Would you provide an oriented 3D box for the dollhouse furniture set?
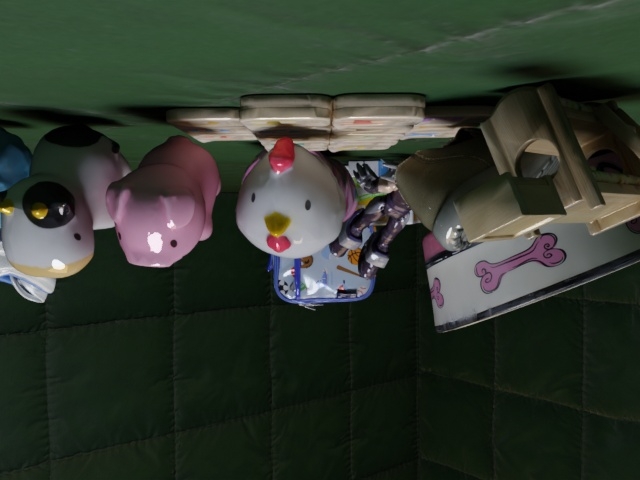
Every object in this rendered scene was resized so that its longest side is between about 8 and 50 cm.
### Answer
[{"bbox_3d":[0.190,-0.078,0.434,0.182,0.101,0.161,-2,159,-45],"label":"dollhouse furniture set"}]

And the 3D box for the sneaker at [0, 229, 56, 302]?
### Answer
[{"bbox_3d":[-0.472,-0.015,1.176,0.130,0.236,0.323,1,-177,25],"label":"sneaker"}]

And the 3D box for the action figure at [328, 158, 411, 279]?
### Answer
[{"bbox_3d":[0.118,-0.055,1.110,0.185,0.099,0.285,27,137,-15],"label":"action figure"}]

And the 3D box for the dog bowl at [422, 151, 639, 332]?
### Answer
[{"bbox_3d":[0.339,-0.001,1.030,0.408,0.150,0.408,-21,172,-3],"label":"dog bowl"}]

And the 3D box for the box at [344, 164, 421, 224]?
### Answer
[{"bbox_3d":[0.087,-0.085,1.268,0.203,0.114,0.103,-1,-177,20],"label":"box"}]

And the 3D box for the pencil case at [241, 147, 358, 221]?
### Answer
[{"bbox_3d":[-0.020,-0.070,0.944,0.124,0.124,0.284,0,-177,10],"label":"pencil case"}]

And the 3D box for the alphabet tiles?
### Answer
[{"bbox_3d":[0.009,-0.103,0.630,0.278,0.021,0.284,0,-177,0],"label":"alphabet tiles"}]

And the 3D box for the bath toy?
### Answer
[{"bbox_3d":[-0.153,-0.039,0.581,0.348,0.151,0.129,2,158,5],"label":"bath toy"}]

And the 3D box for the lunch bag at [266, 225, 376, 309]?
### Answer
[{"bbox_3d":[0.000,0.000,1.491,0.243,0.303,0.115,0,-174,-2],"label":"lunch bag"}]

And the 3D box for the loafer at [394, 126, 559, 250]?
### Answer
[{"bbox_3d":[0.151,-0.070,0.593,0.087,0.094,0.251,40,-146,21],"label":"loafer"}]

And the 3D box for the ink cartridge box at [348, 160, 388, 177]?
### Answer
[{"bbox_3d":[0.074,-0.122,1.157,0.083,0.028,0.048,0,-178,6],"label":"ink cartridge box"}]
